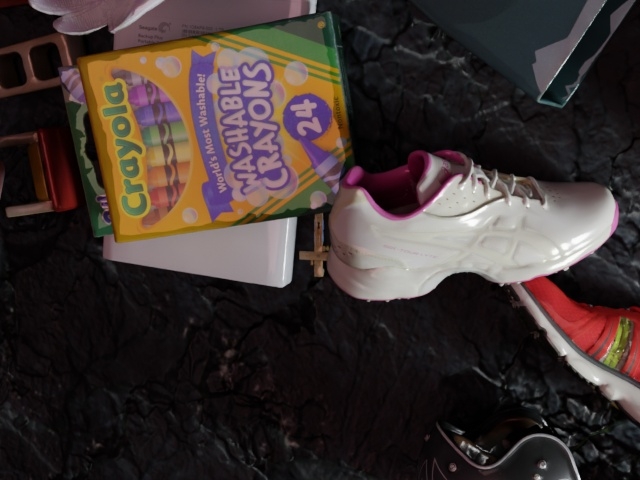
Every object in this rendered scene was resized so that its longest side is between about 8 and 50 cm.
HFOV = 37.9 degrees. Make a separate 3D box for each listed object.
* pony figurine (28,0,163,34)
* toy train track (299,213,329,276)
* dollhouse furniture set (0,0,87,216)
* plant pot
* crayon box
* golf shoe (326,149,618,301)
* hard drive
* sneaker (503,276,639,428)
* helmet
[{"bbox_3d":[-0.123,-0.384,0.864,0.351,0.363,0.302,-27,92,19],"label":"pony figurine"},{"bbox_3d":[0.000,0.000,1.083,0.048,0.014,0.083,2,95,23],"label":"toy train track"},{"bbox_3d":[-0.347,-0.211,1.048,0.152,0.201,0.373,-9,96,18],"label":"dollhouse furniture set"},{"bbox_3d":[0.175,-0.264,0.908,0.234,0.166,0.165,36,108,14],"label":"plant pot"},{"bbox_3d":[-0.126,-0.115,1.002,0.323,0.083,0.203,-9,100,9],"label":"crayon box"},{"bbox_3d":[0.155,-0.029,0.929,0.306,0.115,0.140,-11,126,-7],"label":"golf shoe"},{"bbox_3d":[-0.132,-0.136,1.080,0.233,0.047,0.352,9,101,14],"label":"hard drive"},{"bbox_3d":[0.313,0.104,0.979,0.279,0.107,0.118,39,90,3],"label":"sneaker"},{"bbox_3d":[0.188,0.262,0.997,0.162,0.169,0.169,-20,94,2],"label":"helmet"}]
